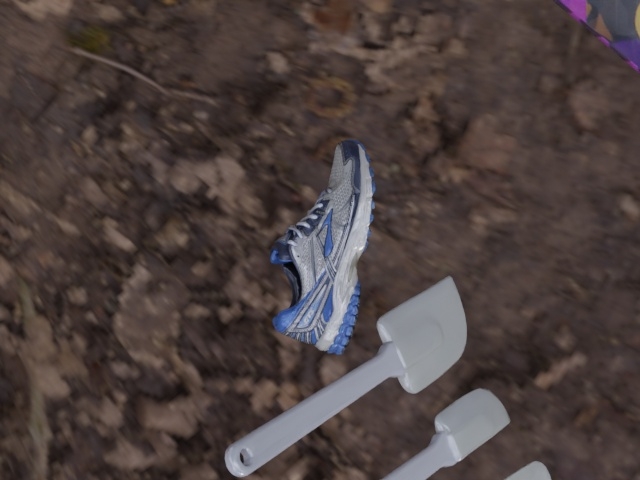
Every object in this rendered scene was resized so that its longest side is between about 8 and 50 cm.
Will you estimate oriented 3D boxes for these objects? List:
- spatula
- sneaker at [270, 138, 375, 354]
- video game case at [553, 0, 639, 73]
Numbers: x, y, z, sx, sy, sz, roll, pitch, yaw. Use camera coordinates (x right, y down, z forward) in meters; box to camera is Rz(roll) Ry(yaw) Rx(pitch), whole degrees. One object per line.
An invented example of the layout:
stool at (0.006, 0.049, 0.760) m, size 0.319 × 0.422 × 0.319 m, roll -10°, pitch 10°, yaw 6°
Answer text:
spatula at (0.047, 0.129, 1.040) m, size 0.242 × 0.019 × 0.168 m, roll -29°, pitch 99°, yaw -54°
sneaker at (0.000, 0.000, 1.220) m, size 0.058 × 0.052 × 0.135 m, roll 10°, pitch 78°, yaw -6°
video game case at (0.196, -0.139, 0.688) m, size 0.210 × 0.042 × 0.232 m, roll 42°, pitch 107°, yaw 9°
